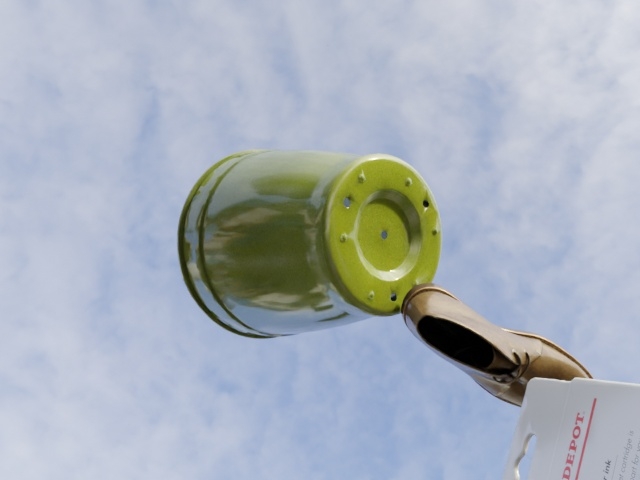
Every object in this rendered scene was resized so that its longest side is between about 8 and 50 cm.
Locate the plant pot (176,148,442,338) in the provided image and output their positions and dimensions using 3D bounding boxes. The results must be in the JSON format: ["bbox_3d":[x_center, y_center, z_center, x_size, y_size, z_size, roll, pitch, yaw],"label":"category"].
[{"bbox_3d":[0.000,0.000,0.926,0.366,0.353,0.367,2,-93,-37],"label":"plant pot"}]

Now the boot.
[{"bbox_3d":[0.249,0.170,0.742,0.305,0.115,0.112,29,-80,-3],"label":"boot"}]

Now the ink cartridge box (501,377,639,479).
[{"bbox_3d":[0.296,0.233,0.441,0.119,0.353,0.207,23,-104,-10],"label":"ink cartridge box"}]
